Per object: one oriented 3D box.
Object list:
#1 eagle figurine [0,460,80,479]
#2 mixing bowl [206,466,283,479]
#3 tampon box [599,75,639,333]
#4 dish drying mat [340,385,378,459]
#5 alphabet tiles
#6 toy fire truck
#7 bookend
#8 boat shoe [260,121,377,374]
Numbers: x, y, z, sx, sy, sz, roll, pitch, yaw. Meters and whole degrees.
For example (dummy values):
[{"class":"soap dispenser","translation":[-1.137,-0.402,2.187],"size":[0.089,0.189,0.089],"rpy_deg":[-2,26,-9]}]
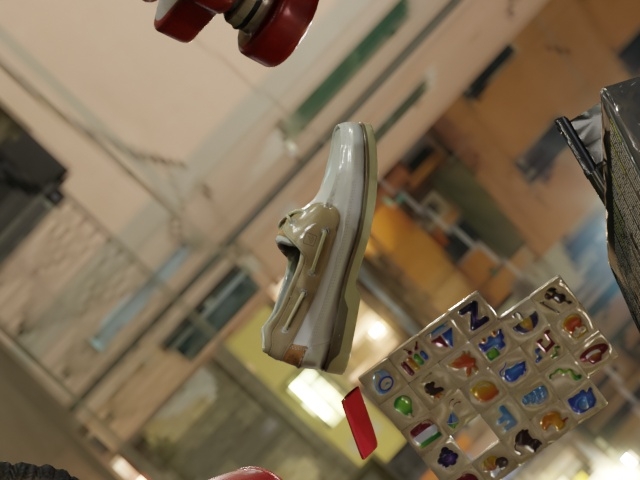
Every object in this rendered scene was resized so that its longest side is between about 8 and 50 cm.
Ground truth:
[{"class":"eagle figurine","translation":[-0.362,0.322,1.655],"size":[0.298,0.226,0.225],"rpy_deg":[8,-3,5]},{"class":"mixing bowl","translation":[-0.104,0.308,1.649],"size":[0.098,0.181,0.181],"rpy_deg":[11,21,-42]},{"class":"tampon box","translation":[0.219,-0.011,0.878],"size":[0.161,0.120,0.101],"rpy_deg":[74,-2,-55]},{"class":"dish drying mat","translation":[0.045,0.209,1.946],"size":[0.008,0.032,0.083],"rpy_deg":[8,-53,45]},{"class":"alphabet tiles","translation":[0.191,0.149,1.816],"size":[0.198,0.237,0.009],"rpy_deg":[52,5,-18]},{"class":"toy fire truck","translation":[-0.052,-0.326,1.567],"size":[0.169,0.254,0.302],"rpy_deg":[26,-40,-21]},{"class":"bookend","translation":[0.320,-0.089,1.578],"size":[0.156,0.157,0.072],"rpy_deg":[48,14,-54]},{"class":"boat shoe","translation":[0.000,0.000,1.981],"size":[0.103,0.302,0.113],"rpy_deg":[10,-14,-6]}]
